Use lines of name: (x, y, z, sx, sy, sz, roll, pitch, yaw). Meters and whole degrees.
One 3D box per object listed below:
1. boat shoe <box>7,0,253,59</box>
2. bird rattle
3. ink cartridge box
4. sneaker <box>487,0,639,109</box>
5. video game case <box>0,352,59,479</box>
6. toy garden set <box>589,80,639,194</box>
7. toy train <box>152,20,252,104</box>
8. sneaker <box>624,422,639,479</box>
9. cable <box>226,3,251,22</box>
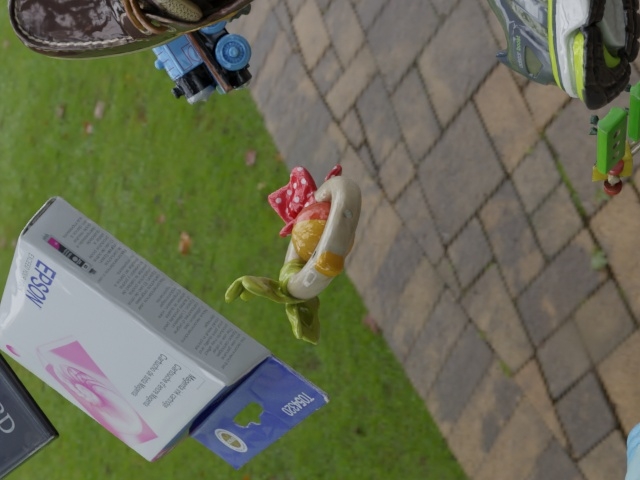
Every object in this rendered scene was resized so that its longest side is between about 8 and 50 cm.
boat shoe: (-0.109, -0.215, 0.833, 0.342, 0.123, 0.123, -10, 103, 20)
bird rattle: (0.000, 0.000, 1.406, 0.207, 0.143, 0.253, -35, 26, 57)
ink cartridge box: (-0.188, 0.134, 1.157, 0.071, 0.330, 0.324, -53, 2, -31)
sneaker: (0.175, -0.250, 0.874, 0.121, 0.111, 0.300, 16, 128, 38)
video game case: (-0.343, 0.137, 0.728, 0.196, 0.274, 0.026, 52, 172, 7)
toy garden set: (0.459, -0.190, 1.537, 0.244, 0.204, 0.049, -45, 62, -12)
toy train: (-0.158, -0.244, 1.279, 0.105, 0.184, 0.080, -34, 13, -4)
sneaker: (0.463, 0.325, 1.258, 0.127, 0.319, 0.208, -30, 22, 31)
cable: (-0.128, -0.319, 0.911, 0.139, 0.072, 0.287, 45, 152, 44)
